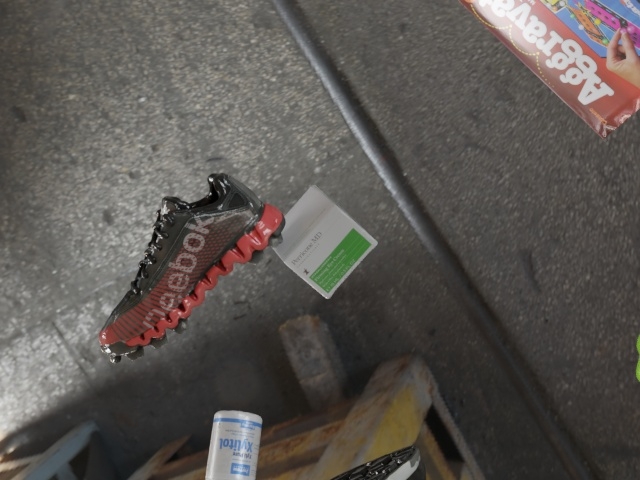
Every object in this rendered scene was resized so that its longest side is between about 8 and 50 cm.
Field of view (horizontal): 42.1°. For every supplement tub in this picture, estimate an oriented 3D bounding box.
[{"bbox_3d":[-0.122,0.299,1.175,0.070,0.071,0.107,-4,67,22],"label":"supplement tub"}]

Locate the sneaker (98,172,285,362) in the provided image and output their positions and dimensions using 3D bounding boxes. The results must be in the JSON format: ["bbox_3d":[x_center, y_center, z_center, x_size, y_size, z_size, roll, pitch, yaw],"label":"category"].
[{"bbox_3d":[-0.177,0.024,1.013,0.276,0.097,0.135,-43,110,-10],"label":"sneaker"}]

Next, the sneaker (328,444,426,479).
[{"bbox_3d":[0.038,0.248,0.616,0.107,0.283,0.124,-28,86,16],"label":"sneaker"}]

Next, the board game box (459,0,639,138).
[{"bbox_3d":[0.215,-0.236,0.784,0.281,0.027,0.145,44,146,4],"label":"board game box"}]

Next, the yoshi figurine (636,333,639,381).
[{"bbox_3d":[0.259,0.052,0.384,0.203,0.362,0.203,26,136,-17],"label":"yoshi figurine"}]

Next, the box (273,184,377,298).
[{"bbox_3d":[0.000,0.000,1.087,0.087,0.102,0.101,41,92,-25],"label":"box"}]
